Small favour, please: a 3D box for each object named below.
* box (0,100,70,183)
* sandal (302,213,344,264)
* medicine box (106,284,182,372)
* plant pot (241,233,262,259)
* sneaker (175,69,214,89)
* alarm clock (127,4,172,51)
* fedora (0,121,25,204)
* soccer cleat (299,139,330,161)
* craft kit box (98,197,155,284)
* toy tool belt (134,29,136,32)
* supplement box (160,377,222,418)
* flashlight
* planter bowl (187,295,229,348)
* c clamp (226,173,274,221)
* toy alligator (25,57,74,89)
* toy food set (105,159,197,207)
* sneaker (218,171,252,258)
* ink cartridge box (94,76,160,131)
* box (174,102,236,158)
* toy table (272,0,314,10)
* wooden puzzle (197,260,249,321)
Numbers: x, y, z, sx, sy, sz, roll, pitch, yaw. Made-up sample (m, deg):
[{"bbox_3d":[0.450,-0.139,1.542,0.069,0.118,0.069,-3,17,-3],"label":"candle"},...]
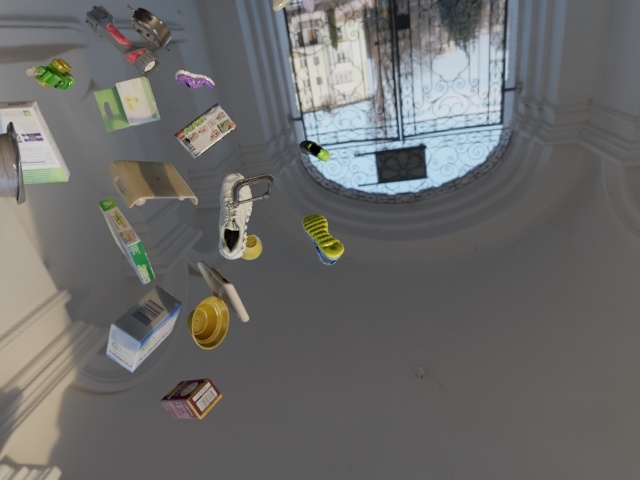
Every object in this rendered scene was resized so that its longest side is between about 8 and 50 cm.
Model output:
[{"bbox_3d":[-1.105,-0.348,1.474,0.233,0.321,0.058,-6,-134,-11],"label":"box"},{"bbox_3d":[0.000,0.000,1.908,0.126,0.138,0.317,-15,-130,-16],"label":"sandal"},{"bbox_3d":[-0.775,0.387,1.773,0.149,0.289,0.263,35,-139,1],"label":"medicine box"},{"bbox_3d":[-0.353,0.020,2.007,0.134,0.134,0.095,-20,168,-19],"label":"plant pot"},{"bbox_3d":[-0.565,-0.709,1.809,0.170,0.071,0.068,2,-174,-33],"label":"sneaker"},{"bbox_3d":[-0.578,-0.718,1.397,0.129,0.064,0.192,30,176,15],"label":"alarm clock"},{"bbox_3d":[-1.023,-0.236,1.268,0.124,0.275,0.243,-12,-115,-38],"label":"fedora"},{"bbox_3d":[-0.032,-0.358,1.558,0.179,0.072,0.060,36,-85,42],"label":"soccer cleat"},{"bbox_3d":[-0.721,0.007,1.506,0.061,0.249,0.247,-33,-116,-29],"label":"craft kit box"},{"bbox_3d":[-0.672,-0.794,1.554,0.051,0.083,0.052,-48,-178,-14],"label":"toy tool belt"},{"bbox_3d":[-0.437,0.533,1.356,0.188,0.080,0.104,-20,-166,38],"label":"supplement box"},{"bbox_3d":[-0.793,-0.809,1.626,0.103,0.304,0.103,-38,-172,44],"label":"flashlight"},{"bbox_3d":[-0.491,0.342,1.694,0.091,0.217,0.217,-2,-154,28],"label":"planter bowl"},{"bbox_3d":[-0.209,-0.136,1.200,0.161,0.137,0.022,-23,-129,-23],"label":"c clamp"},{"bbox_3d":[-0.531,-0.325,0.807,0.056,0.051,0.189,-41,-150,4],"label":"toy alligator"},{"bbox_3d":[-0.691,-0.223,1.671,0.219,0.092,0.306,50,-149,20],"label":"toy food set"},{"bbox_3d":[-0.285,-0.083,1.326,0.110,0.291,0.118,1,178,-5],"label":"sneaker"},{"bbox_3d":[-0.806,-0.560,1.664,0.235,0.171,0.056,-14,-168,-1],"label":"ink cartridge box"},{"bbox_3d":[-0.439,-0.418,1.542,0.207,0.114,0.036,-41,-168,-11],"label":"box"},{"bbox_3d":[-0.131,-1.177,1.858,0.161,0.274,0.252,2,-111,9],"label":"toy table"},{"bbox_3d":[-0.386,0.199,1.620,0.044,0.220,0.239,-39,-136,-26],"label":"wooden puzzle"}]
